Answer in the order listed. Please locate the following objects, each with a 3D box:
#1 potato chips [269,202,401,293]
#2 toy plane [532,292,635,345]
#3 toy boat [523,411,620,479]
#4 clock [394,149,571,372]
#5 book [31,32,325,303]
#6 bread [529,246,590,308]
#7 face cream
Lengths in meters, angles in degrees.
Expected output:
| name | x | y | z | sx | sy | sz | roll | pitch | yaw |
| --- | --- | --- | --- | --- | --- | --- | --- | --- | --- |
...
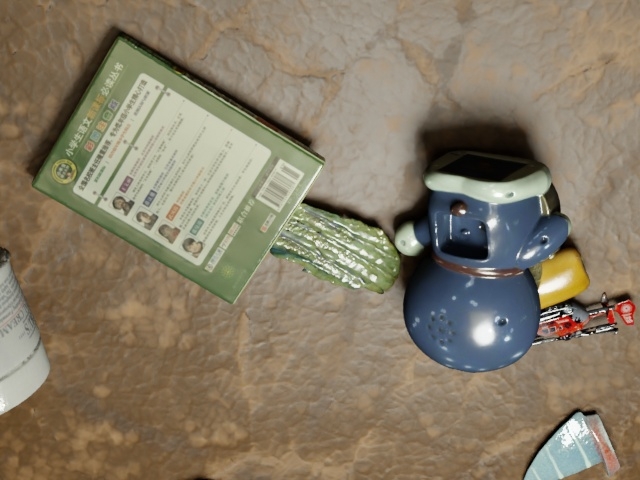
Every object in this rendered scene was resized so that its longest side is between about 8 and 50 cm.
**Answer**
| name | x | y | z | sx | sy | sz | roll | pitch | yaw |
| --- | --- | --- | --- | --- | --- | --- | --- | --- | --- |
| potato chips | 0.000 | 0.000 | 1.707 | 0.207 | 0.028 | 0.092 | 24 | 116 | -13 |
| toy plane | 0.298 | 0.092 | 1.759 | 0.145 | 0.037 | 0.060 | -13 | 118 | 4 |
| toy boat | 0.297 | 0.265 | 1.837 | 0.122 | 0.034 | 0.096 | -23 | 107 | 9 |
| clock | 0.169 | 0.028 | 1.662 | 0.199 | 0.146 | 0.243 | 12 | 112 | 26 |
| book | -0.157 | -0.075 | 1.652 | 0.264 | 0.027 | 0.202 | 31 | 109 | -9 |
| bread | 0.258 | 0.050 | 1.724 | 0.103 | 0.049 | 0.062 | -22 | 143 | 4 |
| face cream | -0.404 | 0.103 | 1.650 | 0.177 | 0.177 | 0.153 | -14 | 113 | 3 |
